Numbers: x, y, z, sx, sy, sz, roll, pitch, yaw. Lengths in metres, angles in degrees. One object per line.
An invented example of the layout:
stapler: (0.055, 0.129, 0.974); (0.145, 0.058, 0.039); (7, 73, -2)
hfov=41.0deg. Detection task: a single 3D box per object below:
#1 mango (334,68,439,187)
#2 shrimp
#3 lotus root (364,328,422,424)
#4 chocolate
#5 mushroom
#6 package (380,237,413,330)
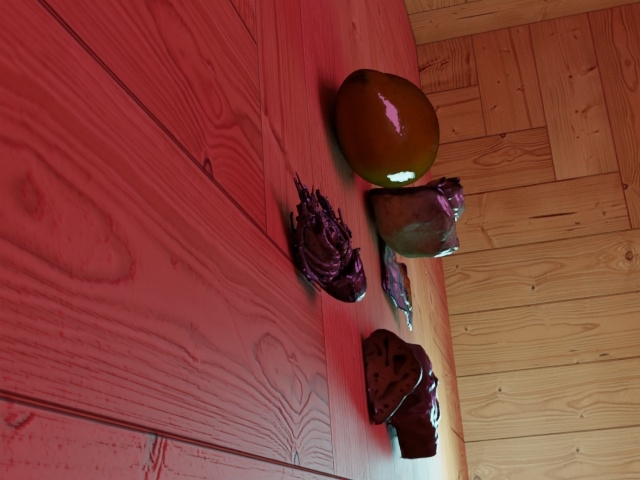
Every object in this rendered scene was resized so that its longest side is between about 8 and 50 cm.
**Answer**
mango: (0.113, -0.201, 1.522); (0.317, 0.173, 0.211); (13, 68, -70)
shrimp: (0.000, 0.000, 1.078); (0.090, 0.079, 0.233); (-48, 138, -23)
lotus root: (0.127, 0.229, 1.471); (0.135, 0.095, 0.159); (19, 69, -81)
chocolate: (0.182, 0.304, 1.661); (0.214, 0.093, 0.148); (-83, 162, -52)
mushroom: (0.204, -0.042, 1.789); (0.267, 0.190, 0.164); (-97, 178, -85)
package: (0.172, 0.088, 1.891); (0.232, 0.040, 0.166); (59, 23, -53)
